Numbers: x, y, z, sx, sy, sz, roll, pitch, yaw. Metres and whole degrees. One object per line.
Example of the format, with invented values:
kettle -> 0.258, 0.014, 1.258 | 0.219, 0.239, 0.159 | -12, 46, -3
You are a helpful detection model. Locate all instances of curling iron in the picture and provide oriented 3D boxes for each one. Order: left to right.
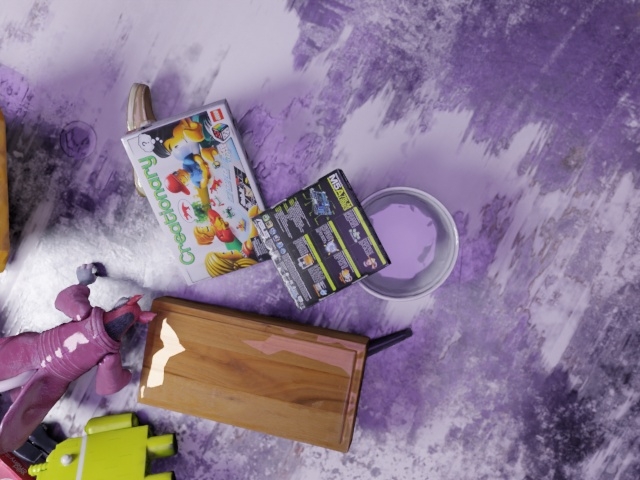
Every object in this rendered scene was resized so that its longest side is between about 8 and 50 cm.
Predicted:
curling iron -> 0.045, 0.214, 1.233 | 0.274, 0.035, 0.068 | -15, 93, 4

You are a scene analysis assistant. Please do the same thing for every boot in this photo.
boot -> -0.272, -0.191, 1.203 | 0.165, 0.077, 0.213 | -3, 100, 4

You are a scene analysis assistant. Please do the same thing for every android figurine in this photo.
android figurine -> -0.403, 0.431, 1.178 | 0.272, 0.248, 0.056 | -7, 128, -4

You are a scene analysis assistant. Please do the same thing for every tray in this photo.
tray -> -0.128, 0.244, 1.199 | 0.410, 0.076, 0.203 | 10, 94, 9

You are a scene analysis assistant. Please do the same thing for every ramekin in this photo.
ramekin -> 0.143, 0.004, 1.179 | 0.207, 0.109, 0.207 | 0, 93, 2

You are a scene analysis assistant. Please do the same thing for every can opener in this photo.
can opener -> -0.523, 0.420, 1.268 | 0.186, 0.059, 0.073 | 31, 68, -9

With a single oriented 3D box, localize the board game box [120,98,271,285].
board game box -> -0.208, -0.082, 1.170 | 0.193, 0.053, 0.305 | -18, 113, 4

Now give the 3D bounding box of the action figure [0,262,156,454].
action figure -> -0.471, 0.194, 1.142 | 0.370, 0.276, 0.248 | -32, 89, 7

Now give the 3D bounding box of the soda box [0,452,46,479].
soda box -> -0.559, 0.501, 1.252 | 0.263, 0.092, 0.083 | 44, 97, 0

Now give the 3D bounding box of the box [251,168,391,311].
box -> 0.000, 0.000, 1.118 | 0.184, 0.045, 0.191 | -29, 86, 12

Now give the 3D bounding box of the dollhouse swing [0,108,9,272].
dollhouse swing -> -0.714, -0.091, 1.098 | 0.315, 0.305, 0.347 | -1, 94, -27
